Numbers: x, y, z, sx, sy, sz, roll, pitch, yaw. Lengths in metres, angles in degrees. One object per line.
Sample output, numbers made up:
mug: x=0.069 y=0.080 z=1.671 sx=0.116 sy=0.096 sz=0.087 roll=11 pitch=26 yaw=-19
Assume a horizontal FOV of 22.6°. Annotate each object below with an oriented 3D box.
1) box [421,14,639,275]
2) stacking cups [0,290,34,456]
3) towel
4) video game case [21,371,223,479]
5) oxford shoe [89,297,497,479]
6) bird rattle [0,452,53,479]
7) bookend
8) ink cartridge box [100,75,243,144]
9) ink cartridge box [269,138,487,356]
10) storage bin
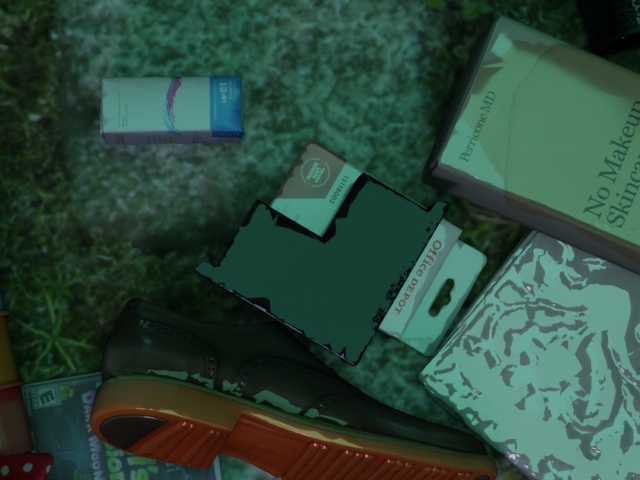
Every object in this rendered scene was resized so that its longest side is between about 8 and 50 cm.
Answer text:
box: x=0.257 y=-0.060 z=1.366 sx=0.311 sy=0.121 sz=0.148 roll=22 pitch=85 yaw=-2
stacking cups: x=-0.317 y=0.042 z=1.371 sx=0.096 sy=0.096 sz=0.316 roll=-12 pitch=87 yaw=-5
towel: x=0.303 y=0.109 z=1.444 sx=0.332 sy=0.053 sz=0.317 roll=41 pitch=85 yaw=-1
video game case: x=-0.172 y=0.206 z=1.393 sx=0.173 sy=0.022 sz=0.190 roll=-9 pitch=74 yaw=-6
oxford shoe: x=-0.010 y=0.136 z=1.378 sx=0.363 sy=0.130 sz=0.133 roll=17 pitch=57 yaw=-19
bird rattle: x=-0.293 y=0.290 z=1.292 sx=0.207 sy=0.143 sz=0.253 roll=-22 pitch=98 yaw=28
bookend: x=0.000 y=0.000 z=1.347 sx=0.157 sy=0.072 sz=0.156 roll=30 pitch=86 yaw=-2
ink cartridge box: x=-0.130 y=-0.113 z=1.402 sx=0.122 sy=0.088 sz=0.052 roll=-2 pitch=87 yaw=-5
ink cartridge box: x=0.045 y=0.010 z=1.420 sx=0.198 sy=0.067 sz=0.115 roll=30 pitch=86 yaw=-3
storage bin: x=0.329 y=-0.231 z=1.431 sx=0.180 sy=0.122 sz=0.084 roll=-15 pitch=88 yaw=-6
